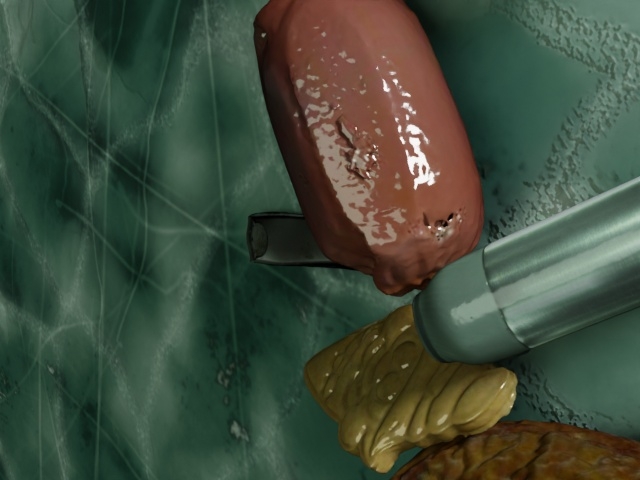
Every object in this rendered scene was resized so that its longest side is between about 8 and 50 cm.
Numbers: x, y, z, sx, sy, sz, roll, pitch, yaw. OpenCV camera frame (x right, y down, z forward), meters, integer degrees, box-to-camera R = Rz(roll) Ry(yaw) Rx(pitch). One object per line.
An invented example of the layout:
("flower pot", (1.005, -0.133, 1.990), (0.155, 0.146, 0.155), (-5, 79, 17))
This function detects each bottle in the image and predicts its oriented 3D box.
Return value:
("bottle", (0.185, 0.019, 0.521), (0.253, 0.096, 0.080), (-27, 35, 28))

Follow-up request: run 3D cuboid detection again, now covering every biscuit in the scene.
("biscuit", (0.061, 0.117, 0.665), (0.250, 0.035, 0.162), (-8, 46, 53))

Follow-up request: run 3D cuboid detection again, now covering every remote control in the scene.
("remote control", (0.000, 0.000, 0.762), (0.212, 0.028, 0.059), (1, 98, 44))

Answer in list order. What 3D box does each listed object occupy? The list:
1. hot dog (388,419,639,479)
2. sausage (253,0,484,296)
("hot dog", (0.189, 0.277, 0.530), (0.387, 0.174, 0.267), (9, 101, 55))
("sausage", (0.037, -0.091, 0.630), (0.152, 0.152, 0.280), (-30, 74, 43))
